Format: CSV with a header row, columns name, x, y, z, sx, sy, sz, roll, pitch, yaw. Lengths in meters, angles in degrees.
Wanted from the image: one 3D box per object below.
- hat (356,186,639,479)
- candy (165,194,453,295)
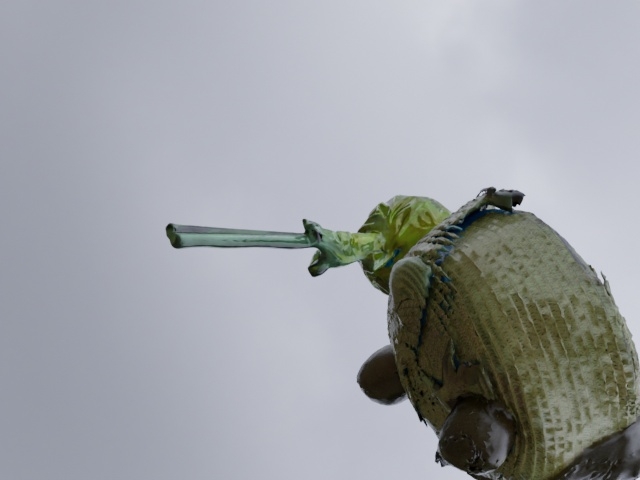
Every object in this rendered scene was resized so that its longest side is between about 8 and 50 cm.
name,x,y,z,sx,sy,sz,roll,pitch,yaw
hat,0.045,0.033,0.501,0.077,0.059,0.076,-128,-158,-48
candy,0.000,0.003,1.290,0.073,0.262,0.077,44,-61,38
